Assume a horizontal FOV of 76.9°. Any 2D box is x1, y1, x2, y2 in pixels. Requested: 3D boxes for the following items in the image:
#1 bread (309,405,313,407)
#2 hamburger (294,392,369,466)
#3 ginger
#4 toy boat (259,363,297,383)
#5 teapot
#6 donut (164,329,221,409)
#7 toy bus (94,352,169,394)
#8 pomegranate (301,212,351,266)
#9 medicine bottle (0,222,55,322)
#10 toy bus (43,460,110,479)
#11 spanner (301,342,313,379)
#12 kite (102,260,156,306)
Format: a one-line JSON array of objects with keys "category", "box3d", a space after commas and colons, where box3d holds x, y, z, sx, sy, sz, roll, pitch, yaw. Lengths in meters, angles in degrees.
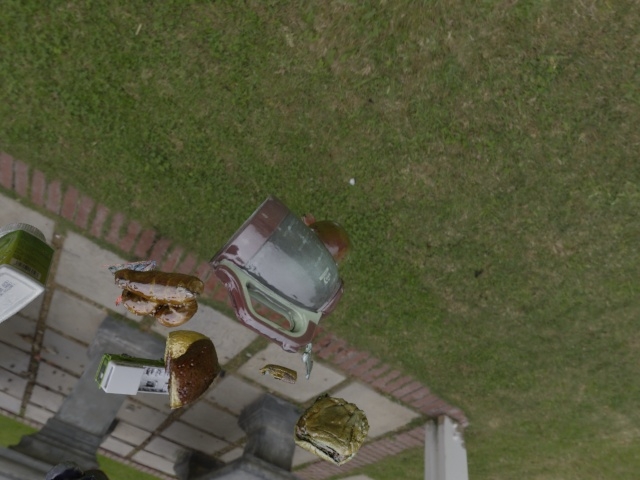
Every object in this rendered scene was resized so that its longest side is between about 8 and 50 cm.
[{"category": "bread", "box3d": [-0.013, 0.686, 1.461, 0.122, 0.149, 0.073, 20, 119, 1]}, {"category": "hamburger", "box3d": [0.035, 0.571, 1.206, 0.206, 0.183, 0.129, 14, 124, 29]}, {"category": "ginger", "box3d": [-0.298, 0.104, 0.748, 0.162, 0.073, 0.103, 11, 107, 0]}, {"category": "toy boat", "box3d": [-0.160, 0.505, 1.530, 0.149, 0.048, 0.047, 13, 134, 6]}, {"category": "teapot", "box3d": [-0.093, 0.093, 0.966, 0.312, 0.314, 0.233, 41, 131, -10]}, {"category": "donut", "box3d": [-0.351, 0.330, 1.113, 0.152, 0.295, 0.112, -6, 105, -22]}, {"category": "toy bus", "box3d": [-0.594, 0.466, 1.387, 0.302, 0.113, 0.139, 22, 171, -37]}, {"category": "pomegranate", "box3d": [0.000, 0.000, 1.276, 0.180, 0.209, 0.179, -21, 154, -11]}, {"category": "medicine bottle", "box3d": [-0.589, 0.050, 0.768, 0.132, 0.188, 0.088, -36, 130, 3]}, {"category": "toy bus", "box3d": [-0.622, 0.616, 0.761, 0.203, 0.232, 0.427, 19, -174, 43]}, {"category": "spanner", "box3d": [-0.037, 0.389, 1.296, 0.018, 0.071, 0.301, 16, 150, 9]}, {"category": "kite", "box3d": [-0.566, 0.126, 1.227, 0.232, 0.009, 0.189, 42, 94, 11]}]
